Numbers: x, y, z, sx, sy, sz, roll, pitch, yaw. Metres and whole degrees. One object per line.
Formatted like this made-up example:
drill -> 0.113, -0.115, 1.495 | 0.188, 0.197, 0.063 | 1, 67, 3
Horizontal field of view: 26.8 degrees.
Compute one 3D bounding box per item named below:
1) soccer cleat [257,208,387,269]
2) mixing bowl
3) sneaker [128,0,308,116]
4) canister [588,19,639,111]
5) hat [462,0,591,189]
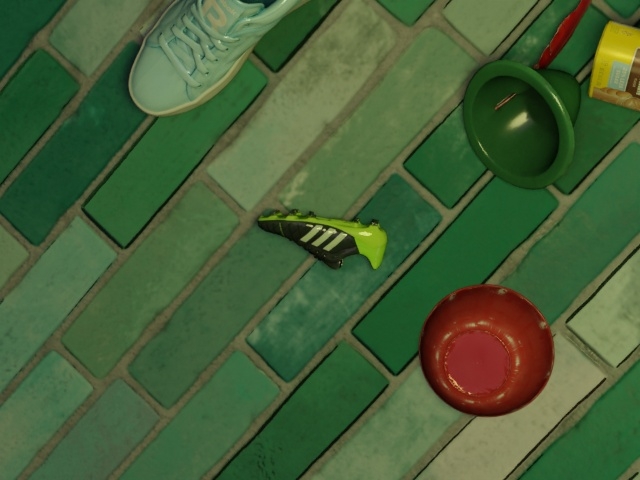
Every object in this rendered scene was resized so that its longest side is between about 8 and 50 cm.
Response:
soccer cleat -> 0.000, 0.000, 1.805 | 0.179, 0.060, 0.072 | 8, 98, 10
mixing bowl -> 0.209, 0.151, 1.747 | 0.182, 0.098, 0.181 | 1, 94, 14
sneaker -> -0.131, -0.302, 1.762 | 0.366, 0.150, 0.135 | -43, 84, 13
canister -> 0.423, -0.201, 1.652 | 0.170, 0.126, 0.073 | 18, 68, 14
hat -> 0.310, -0.190, 1.731 | 0.173, 0.184, 0.208 | 48, 145, 12
